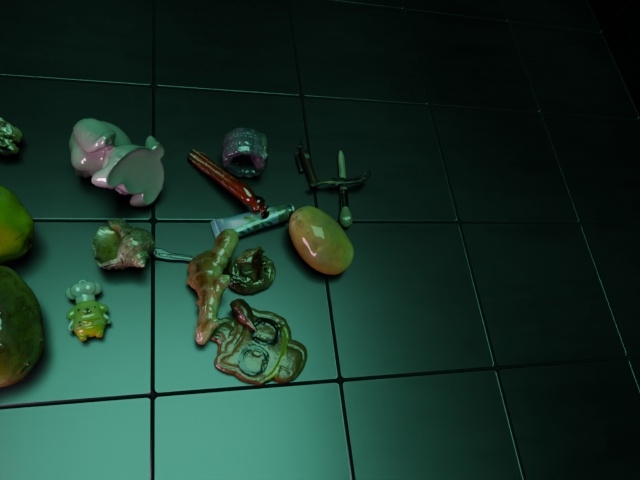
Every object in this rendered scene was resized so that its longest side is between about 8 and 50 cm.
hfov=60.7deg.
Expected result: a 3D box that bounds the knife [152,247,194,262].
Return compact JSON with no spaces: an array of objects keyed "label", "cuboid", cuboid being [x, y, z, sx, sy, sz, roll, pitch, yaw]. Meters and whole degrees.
[{"label":"knife","cuboid":[-0.419,0.044,1.556,0.121,0.018,0.031,9,64,-13]}]

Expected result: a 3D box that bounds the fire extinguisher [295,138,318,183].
[{"label":"fire extinguisher","cuboid":[-0.051,-0.250,1.799,0.049,0.035,0.173,-24,69,15]}]

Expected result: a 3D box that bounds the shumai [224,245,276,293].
[{"label":"shumai","cuboid":[-0.205,0.086,1.559,0.139,0.105,0.123,-14,71,6]}]

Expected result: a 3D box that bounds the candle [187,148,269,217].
[{"label":"candle","cuboid":[-0.280,-0.181,1.658,0.329,0.048,0.051,37,91,16]}]

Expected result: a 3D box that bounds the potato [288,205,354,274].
[{"label":"potato","cuboid":[0.000,0.000,1.635,0.150,0.146,0.234,-43,81,2]}]

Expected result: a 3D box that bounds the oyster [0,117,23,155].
[{"label":"oyster","cuboid":[-1.007,-0.308,1.498,0.337,0.133,0.197,-2,63,-19]}]

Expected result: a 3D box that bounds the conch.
[{"label":"conch","cuboid":[-0.539,0.010,1.475,0.155,0.130,0.207,-25,59,-38]}]

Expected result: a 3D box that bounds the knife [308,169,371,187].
[{"label":"knife","cuboid":[0.067,-0.190,1.771,0.222,0.021,0.045,-14,63,-17]}]

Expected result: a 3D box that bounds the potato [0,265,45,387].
[{"label":"potato","cuboid":[-0.770,0.204,1.290,0.210,0.173,0.307,-7,69,-17]}]

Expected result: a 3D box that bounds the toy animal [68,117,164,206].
[{"label":"toy animal","cuboid":[-0.589,-0.241,1.551,0.265,0.272,0.205,30,87,25]}]

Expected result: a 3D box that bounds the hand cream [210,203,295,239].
[{"label":"hand cream","cuboid":[-0.199,-0.055,1.654,0.256,0.055,0.088,-18,71,-16]}]

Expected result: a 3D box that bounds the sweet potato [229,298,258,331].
[{"label":"sweet potato","cuboid":[-0.202,0.203,1.481,0.049,0.049,0.117,-28,62,-26]}]

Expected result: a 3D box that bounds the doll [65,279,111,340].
[{"label":"doll","cuboid":[-0.605,0.177,1.412,0.106,0.062,0.162,-10,66,-25]}]

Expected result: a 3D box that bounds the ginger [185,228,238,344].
[{"label":"ginger","cuboid":[-0.303,0.117,1.499,0.148,0.081,0.333,-5,61,8]}]

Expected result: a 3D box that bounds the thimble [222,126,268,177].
[{"label":"thimble","cuboid":[-0.232,-0.269,1.688,0.150,0.150,0.097,4,61,-14]}]

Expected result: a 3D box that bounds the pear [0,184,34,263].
[{"label":"pear","cuboid":[-0.858,-0.049,1.369,0.269,0.212,0.212,27,60,-17]}]

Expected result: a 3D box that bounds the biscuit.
[{"label":"biscuit","cuboid":[-0.174,0.283,1.494,0.291,0.041,0.208,24,60,-4]}]

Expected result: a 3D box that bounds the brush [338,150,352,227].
[{"label":"brush","cuboid":[0.078,-0.174,1.796,0.042,0.039,0.299,0,61,-3]}]
